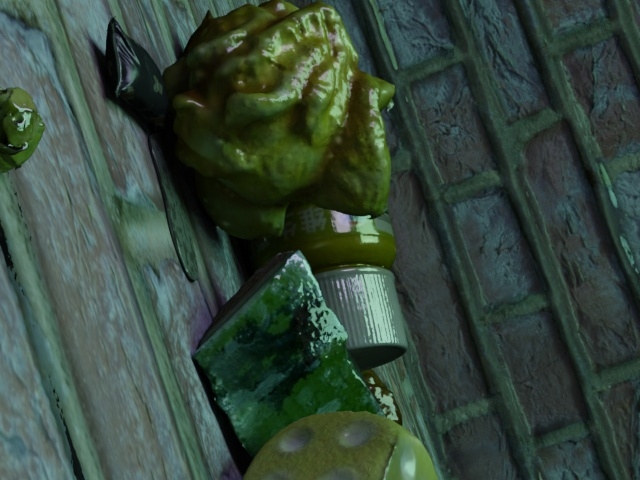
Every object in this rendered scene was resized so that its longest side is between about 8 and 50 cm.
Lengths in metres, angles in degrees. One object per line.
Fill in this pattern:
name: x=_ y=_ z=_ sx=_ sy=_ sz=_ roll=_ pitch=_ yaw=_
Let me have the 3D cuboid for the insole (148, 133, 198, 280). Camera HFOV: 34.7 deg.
insole: x=-0.177 y=-0.040 z=1.237 sx=0.065 sy=0.006 sz=0.193 roll=42 pitch=29 yaw=-73

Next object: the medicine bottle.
medicine bottle: x=0.000 y=0.000 z=1.541 sx=0.224 sy=0.224 sz=0.385 roll=48 pitch=28 yaw=-70

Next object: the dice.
dice: x=0.024 y=0.290 z=1.053 sx=0.169 sy=0.169 sz=0.166 roll=66 pitch=32 yaw=-25

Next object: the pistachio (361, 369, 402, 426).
pistachio: x=0.051 y=0.256 z=1.642 sx=0.210 sy=0.130 sz=0.165 roll=64 pitch=9 yaw=14

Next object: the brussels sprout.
brussels sprout: x=-0.240 y=-0.089 z=0.758 sx=0.085 sy=0.058 sz=0.085 roll=45 pitch=31 yaw=-37

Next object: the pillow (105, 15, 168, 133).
pillow: x=-0.213 y=-0.188 z=1.200 sx=0.150 sy=0.048 sz=0.090 roll=51 pitch=16 yaw=-74

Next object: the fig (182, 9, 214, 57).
fig: x=-0.165 y=-0.292 z=1.591 sx=0.109 sy=0.103 sz=0.155 roll=131 pitch=-50 yaw=-73

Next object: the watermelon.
watermelon: x=-0.025 y=0.142 z=1.248 sx=0.264 sy=0.151 sz=0.302 roll=59 pitch=9 yaw=-18

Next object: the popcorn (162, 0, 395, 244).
popcorn: x=-0.036 y=-0.162 z=1.327 sx=0.326 sy=0.321 sz=0.290 roll=49 pitch=-10 yaw=24
